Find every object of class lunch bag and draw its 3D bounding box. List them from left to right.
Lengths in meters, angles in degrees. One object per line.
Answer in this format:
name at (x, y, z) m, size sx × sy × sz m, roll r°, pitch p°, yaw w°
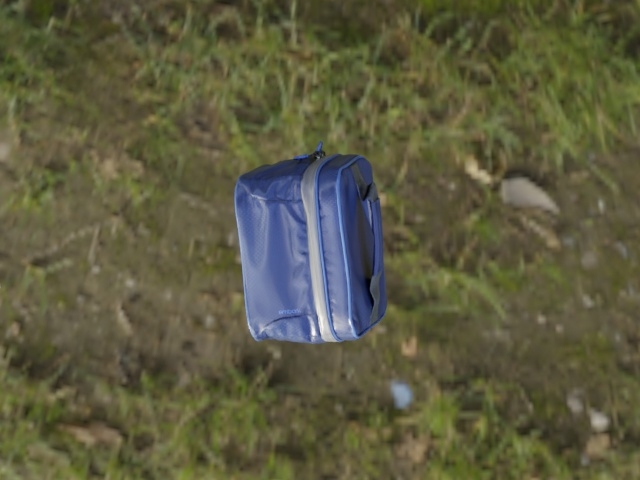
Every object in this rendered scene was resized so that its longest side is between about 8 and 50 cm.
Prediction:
lunch bag at (0.000, 0.000, 0.855) m, size 0.065 × 0.067 × 0.098 m, roll -3°, pitch 102°, yaw 16°
